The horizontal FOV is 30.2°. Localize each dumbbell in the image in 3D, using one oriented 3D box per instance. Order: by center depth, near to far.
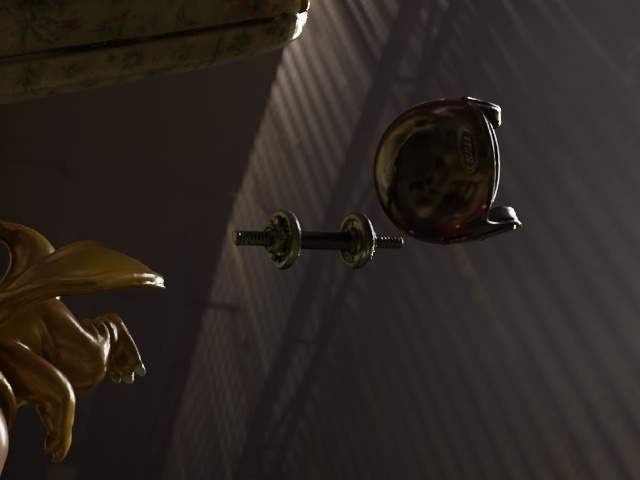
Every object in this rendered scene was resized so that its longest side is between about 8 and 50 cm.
[{"bbox_3d":[0.000,0.000,1.593,0.081,0.254,0.081,-5,-96,62],"label":"dumbbell"}]

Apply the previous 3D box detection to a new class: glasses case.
[{"bbox_3d":[-0.188,-0.157,0.797,0.156,0.425,0.098,33,-54,36],"label":"glasses case"}]

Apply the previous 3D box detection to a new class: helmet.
[{"bbox_3d":[0.165,-0.090,1.553,0.216,0.193,0.189,135,-50,-73],"label":"helmet"}]

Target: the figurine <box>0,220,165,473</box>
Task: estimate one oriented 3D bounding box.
[{"bbox_3d":[-0.398,0.114,1.186,0.401,0.387,0.268,18,-68,32],"label":"figurine"}]
